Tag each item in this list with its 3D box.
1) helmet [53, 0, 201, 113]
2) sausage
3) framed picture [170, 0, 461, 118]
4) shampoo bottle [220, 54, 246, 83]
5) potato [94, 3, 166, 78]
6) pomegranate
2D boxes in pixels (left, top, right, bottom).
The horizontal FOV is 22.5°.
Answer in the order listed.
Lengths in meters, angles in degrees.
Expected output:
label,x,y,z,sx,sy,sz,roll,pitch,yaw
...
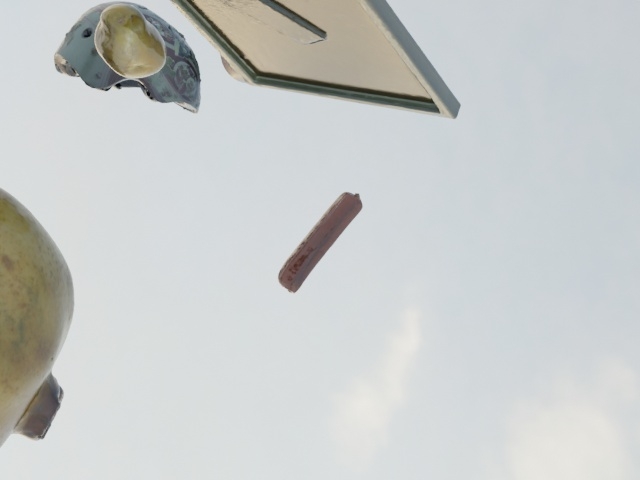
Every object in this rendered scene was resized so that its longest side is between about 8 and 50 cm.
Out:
label,x,y,z,sx,sy,sz,roll,pitch,yaw
helmet,-0.214,-0.219,1.867,0.153,0.177,0.107,22,-82,62
sausage,0.000,0.000,1.933,0.147,0.030,0.035,-52,-158,-12
framed picture,-0.031,-0.194,1.406,0.232,0.315,0.024,12,-105,28
shampoo bottle,-0.050,-0.240,1.996,0.244,0.085,0.085,-174,-101,-67
potato,-0.174,-0.182,1.462,0.068,0.062,0.083,20,-30,9
pomegranate,-0.459,0.099,1.844,0.417,0.417,0.416,13,-74,52
